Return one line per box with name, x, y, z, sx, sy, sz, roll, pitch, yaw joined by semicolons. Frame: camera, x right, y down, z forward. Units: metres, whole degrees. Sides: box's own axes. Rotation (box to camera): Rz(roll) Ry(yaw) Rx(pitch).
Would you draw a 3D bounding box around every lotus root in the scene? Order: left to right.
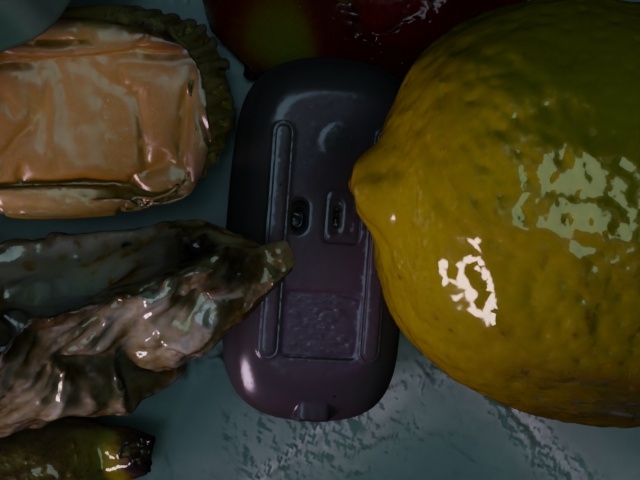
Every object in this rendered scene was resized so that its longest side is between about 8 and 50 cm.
lotus root;-0.193;0.164;1.053;0.191;0.094;0.108;-28;113;-9

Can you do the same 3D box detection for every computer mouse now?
computer mouse;0.000;-0.001;1.065;0.120;0.057;0.232;2;95;-10

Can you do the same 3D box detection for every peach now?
peach;0.054;-0.201;1.068;0.279;0.068;0.189;-39;91;-1

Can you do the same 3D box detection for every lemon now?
lemon;0.168;-0.015;0.978;0.310;0.253;0.253;12;89;-17

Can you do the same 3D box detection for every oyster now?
oyster;-0.181;0.058;1.026;0.341;0.166;0.110;-13;123;-1

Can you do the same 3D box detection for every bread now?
bread;-0.152;-0.082;1.044;0.190;0.114;0.132;1;99;8

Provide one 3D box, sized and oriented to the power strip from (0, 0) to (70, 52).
power strip;-0.264;-0.147;0.945;0.229;0.141;0.261;-16;50;26
